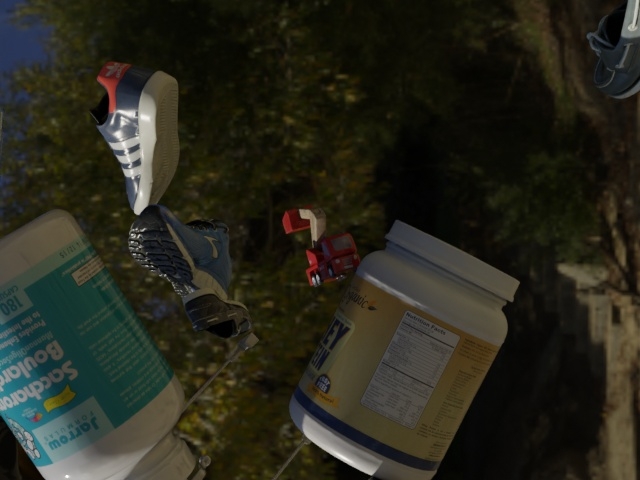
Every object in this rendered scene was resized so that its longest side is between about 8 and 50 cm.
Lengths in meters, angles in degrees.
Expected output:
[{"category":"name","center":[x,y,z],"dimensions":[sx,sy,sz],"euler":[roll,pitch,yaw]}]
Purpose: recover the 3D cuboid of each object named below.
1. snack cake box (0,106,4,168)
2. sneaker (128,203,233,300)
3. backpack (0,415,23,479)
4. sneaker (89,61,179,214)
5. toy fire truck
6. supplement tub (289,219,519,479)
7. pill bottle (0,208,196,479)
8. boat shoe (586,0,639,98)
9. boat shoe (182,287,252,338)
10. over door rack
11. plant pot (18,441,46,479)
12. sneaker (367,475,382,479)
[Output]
[{"category":"snack cake box","center":[-0.491,-0.065,1.226],"dimensions":[0.152,0.089,0.264],"euler":[39,-131,-73]},{"category":"sneaker","center":[-0.260,0.007,1.856],"dimensions":[0.330,0.130,0.147],"euler":[58,-136,-60]},{"category":"backpack","center":[-0.532,0.269,1.208],"dimensions":[0.225,0.253,0.191],"euler":[5,-115,-53]},{"category":"sneaker","center":[-0.353,-0.193,1.782],"dimensions":[0.350,0.148,0.131],"euler":[105,-170,-47]},{"category":"toy fire truck","center":[0.000,0.000,1.488],"dimensions":[0.192,0.047,0.135],"euler":[146,109,-70]},{"category":"supplement tub","center":[0.119,0.153,1.329],"dimensions":[0.316,0.228,0.228],"euler":[-63,-17,2]},{"category":"pill bottle","center":[-0.218,0.115,0.851],"dimensions":[0.264,0.146,0.146],"euler":[58,-157,-8]},{"category":"boat shoe","center":[0.403,-0.283,1.246],"dimensions":[0.319,0.099,0.116],"euler":[101,180,-76]},{"category":"boat shoe","center":[-0.188,0.155,1.805],"dimensions":[0.079,0.084,0.233],"euler":[64,-171,21]},{"category":"over door rack","center":[-0.168,0.370,1.754],"dimensions":[0.324,0.239,0.108],"euler":[-44,6,-27]},{"category":"plant pot","center":[-0.452,0.474,1.808],"dimensions":[0.187,0.212,0.212],"euler":[98,149,-58]},{"category":"sneaker","center":[0.111,0.429,1.312],"dimensions":[0.297,0.129,0.111],"euler":[45,-178,-36]}]
